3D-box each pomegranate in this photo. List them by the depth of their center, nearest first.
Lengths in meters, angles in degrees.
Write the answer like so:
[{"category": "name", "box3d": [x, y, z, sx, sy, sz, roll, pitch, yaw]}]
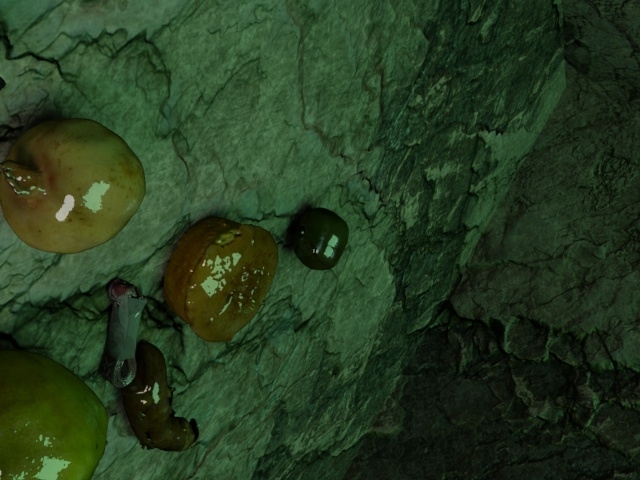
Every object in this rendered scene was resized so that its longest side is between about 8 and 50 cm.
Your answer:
[{"category": "pomegranate", "box3d": [-0.359, -0.078, 1.138, 0.207, 0.207, 0.207, -42, 146, -37]}, {"category": "pomegranate", "box3d": [0.000, 0.000, 1.952, 0.191, 0.131, 0.151, 70, 42, -85]}]

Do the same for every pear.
[{"category": "pear", "box3d": [-0.481, 0.303, 1.209, 0.321, 0.269, 0.269, 5, 110, -43]}]

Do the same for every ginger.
[{"category": "ginger", "box3d": [-0.348, 0.357, 1.653, 0.133, 0.107, 0.309, -35, 140, -22]}]

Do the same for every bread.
[{"category": "bread", "box3d": [-0.209, 0.079, 1.613, 0.268, 0.146, 0.268, -36, 139, -40]}]

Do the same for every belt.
[{"category": "belt", "box3d": [-0.376, 0.176, 1.496, 0.071, 0.053, 0.231, -17, 128, -46]}]

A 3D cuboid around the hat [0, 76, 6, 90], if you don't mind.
[{"category": "hat", "box3d": [-0.520, -0.197, 0.824, 0.238, 0.209, 0.336, -45, 173, 8]}]
